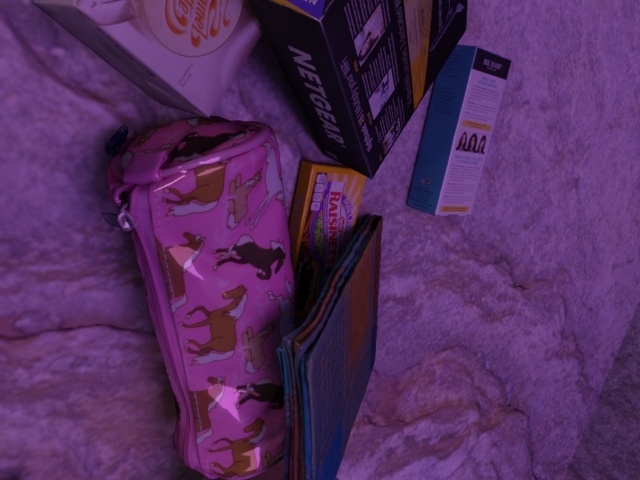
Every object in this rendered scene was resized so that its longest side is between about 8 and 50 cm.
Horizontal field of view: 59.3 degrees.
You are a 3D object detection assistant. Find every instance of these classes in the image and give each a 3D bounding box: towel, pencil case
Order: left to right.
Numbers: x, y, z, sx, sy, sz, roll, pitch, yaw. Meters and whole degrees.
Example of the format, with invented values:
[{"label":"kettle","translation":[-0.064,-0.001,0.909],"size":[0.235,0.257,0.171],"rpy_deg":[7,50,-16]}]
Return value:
[{"label":"pencil case","translation":[-0.105,0.070,0.586],"size":[0.167,0.160,0.386],"rpy_deg":[-12,119,-11]},{"label":"towel","translation":[0.024,0.147,0.703],"size":[0.370,0.040,0.272],"rpy_deg":[-54,148,-63]}]

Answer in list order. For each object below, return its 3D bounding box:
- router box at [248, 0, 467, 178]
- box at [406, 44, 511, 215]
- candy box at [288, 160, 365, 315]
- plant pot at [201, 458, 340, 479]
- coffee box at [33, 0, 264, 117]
[{"label":"router box","translation":[0.065,-0.236,0.586],"size":[0.243,0.081,0.309],"rpy_deg":[-57,160,-8]},{"label":"box","translation":[0.208,-0.161,0.853],"size":[0.100,0.060,0.245],"rpy_deg":[-2,109,-44]},{"label":"candy box","translation":[0.000,0.000,0.749],"size":[0.105,0.027,0.206],"rpy_deg":[-3,110,-47]},{"label":"plant pot","translation":[-0.084,0.488,0.705],"size":[0.333,0.334,0.306],"rpy_deg":[29,98,-47]},{"label":"coffee box","translation":[-0.103,-0.253,0.485],"size":[0.141,0.098,0.247],"rpy_deg":[39,80,-46]}]
